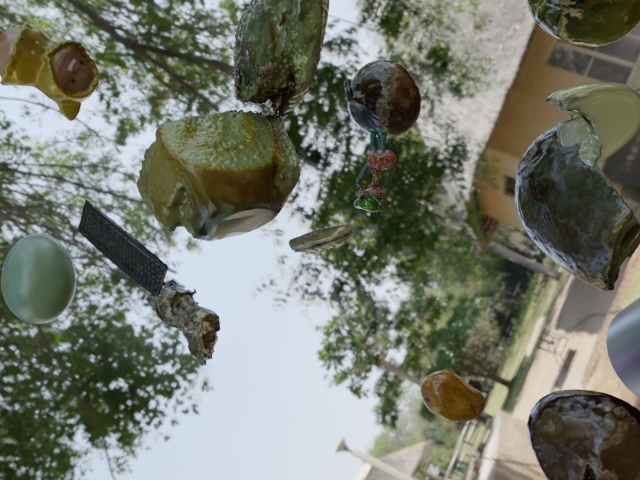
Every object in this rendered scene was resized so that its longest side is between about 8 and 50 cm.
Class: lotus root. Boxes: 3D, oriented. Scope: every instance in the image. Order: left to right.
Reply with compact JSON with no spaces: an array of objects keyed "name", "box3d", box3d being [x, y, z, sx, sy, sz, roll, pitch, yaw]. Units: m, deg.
[{"name":"lotus root","box3d":[0.440,-0.071,1.162,0.142,0.314,0.210,17,-62,-39]}]

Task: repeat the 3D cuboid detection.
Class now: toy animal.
[{"name":"toy animal","box3d":[-0.575,-0.359,1.327,0.230,0.156,0.156,26,-92,-30]},{"name":"toy animal","box3d":[0.131,-0.177,1.633,0.100,0.103,0.208,0,-79,-40]}]

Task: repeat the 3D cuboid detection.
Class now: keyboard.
[{"name":"keyboard","box3d":[-0.406,0.017,1.319,0.017,0.251,0.087,-23,-37,-56]}]

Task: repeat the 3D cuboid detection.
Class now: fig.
[{"name":"fig","box3d":[0.179,-0.409,1.912,0.214,0.235,0.235,-48,-25,-40]}]

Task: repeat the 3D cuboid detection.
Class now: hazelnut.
[{"name":"hazelnut","box3d":[0.508,0.382,1.201,0.217,0.252,0.217,-39,-30,-29]}]

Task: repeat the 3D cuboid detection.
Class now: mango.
[{"name":"mango","box3d":[0.313,0.377,1.547,0.089,0.165,0.115,-33,23,57]}]

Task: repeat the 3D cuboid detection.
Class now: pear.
[{"name":"pear","box3d":[0.644,-0.592,1.528,0.321,0.269,0.269,-8,-46,-16]}]

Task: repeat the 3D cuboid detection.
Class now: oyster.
[{"name":"oyster","box3d":[-0.309,0.194,1.545,0.111,0.396,0.204,-39,-62,-19]}]

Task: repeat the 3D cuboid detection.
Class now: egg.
[{"name":"egg","box3d":[-0.690,0.092,1.594,0.168,0.168,0.230,67,-171,-66]}]

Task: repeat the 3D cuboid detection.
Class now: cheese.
[{"name":"cheese","box3d":[0.444,-0.192,0.938,0.235,0.049,0.127,-24,-65,-5]}]

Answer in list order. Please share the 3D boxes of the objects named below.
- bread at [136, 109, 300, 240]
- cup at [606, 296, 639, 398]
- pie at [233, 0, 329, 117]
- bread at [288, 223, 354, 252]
[{"name":"bread","box3d":[-0.203,-0.144,1.543,0.395,0.264,0.239,-15,-29,-40]},{"name":"cup","box3d":[0.777,0.182,1.325,0.253,0.253,0.371,-57,-13,-25]},{"name":"pie","box3d":[-0.081,-0.514,1.505,0.418,0.181,0.395,123,151,-48]},{"name":"bread","box3d":[-0.001,0.000,1.747,0.073,0.214,0.053,11,-111,-48]}]
